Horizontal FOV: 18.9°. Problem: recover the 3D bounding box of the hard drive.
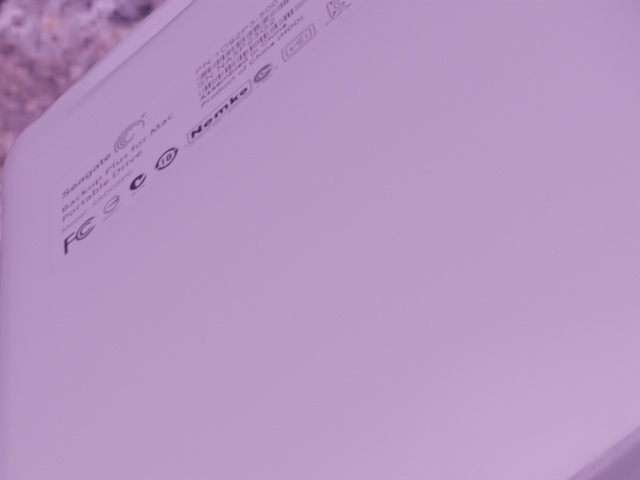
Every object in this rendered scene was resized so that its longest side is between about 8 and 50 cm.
[{"bbox_3d":[0.000,0.000,0.469,0.203,0.307,0.040,-40,119,15],"label":"hard drive"}]
